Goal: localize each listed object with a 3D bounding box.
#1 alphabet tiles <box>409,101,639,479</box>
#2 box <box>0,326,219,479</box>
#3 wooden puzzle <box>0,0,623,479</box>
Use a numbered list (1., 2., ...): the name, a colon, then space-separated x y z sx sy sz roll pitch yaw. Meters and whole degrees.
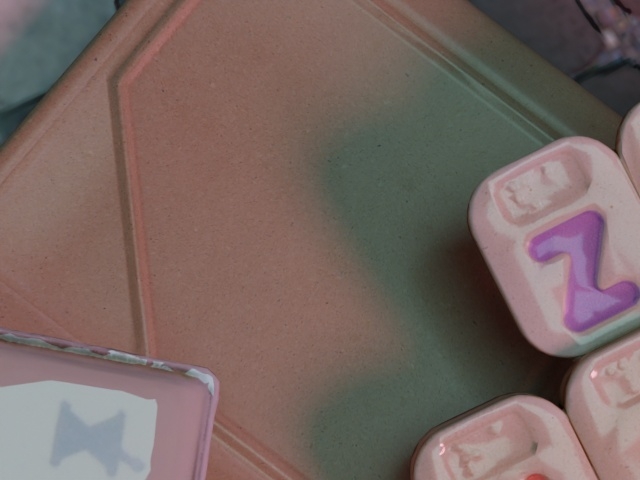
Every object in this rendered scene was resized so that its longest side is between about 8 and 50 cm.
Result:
1. alphabet tiles: 0.182 0.069 0.596 0.284 0.021 0.278 -26 87 -1
2. box: -0.118 0.116 0.491 0.127 0.232 0.149 12 72 -10
3. wooden puzzle: 0.000 0.000 0.657 0.221 0.044 0.239 37 66 0
